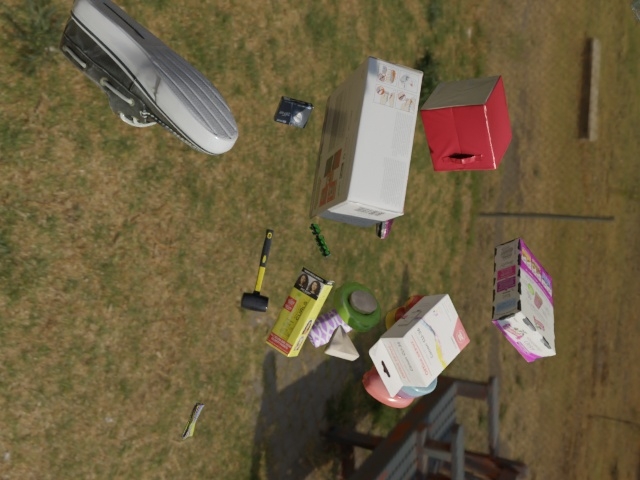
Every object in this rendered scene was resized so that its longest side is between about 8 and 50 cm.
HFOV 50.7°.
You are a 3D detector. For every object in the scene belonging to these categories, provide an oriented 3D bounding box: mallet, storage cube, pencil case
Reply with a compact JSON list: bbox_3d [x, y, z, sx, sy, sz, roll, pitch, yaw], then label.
[{"bbox_3d":[-0.124,0.070,1.530,0.039,0.062,0.189,145,-35,-75],"label":"mallet"},{"bbox_3d":[0.403,-0.321,1.859,0.215,0.184,0.193,-55,135,-43],"label":"storage cube"},{"bbox_3d":[0.046,0.250,2.070,0.206,0.088,0.086,-25,98,-10],"label":"pencil case"}]

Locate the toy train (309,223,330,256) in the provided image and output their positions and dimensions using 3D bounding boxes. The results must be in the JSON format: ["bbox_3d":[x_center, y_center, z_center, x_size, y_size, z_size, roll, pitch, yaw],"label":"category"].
[{"bbox_3d":[0.000,0.000,1.459,0.024,0.017,0.083,8,53,-58],"label":"toy train"}]

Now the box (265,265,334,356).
[{"bbox_3d":[-0.056,0.191,1.814,0.232,0.087,0.058,-62,156,7],"label":"box"}]

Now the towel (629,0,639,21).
[{"bbox_3d":[0.916,-0.499,1.582,0.320,0.090,0.374,51,1,-5],"label":"towel"}]

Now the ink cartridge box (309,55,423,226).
[{"bbox_3d":[0.090,-0.197,1.475,0.130,0.272,0.309,12,80,-17],"label":"ink cartridge box"}]

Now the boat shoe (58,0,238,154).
[{"bbox_3d":[-0.261,-0.230,1.022,0.119,0.335,0.121,-51,165,25],"label":"boat shoe"}]

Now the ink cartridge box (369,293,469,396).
[{"bbox_3d":[0.193,0.203,1.307,0.198,0.067,0.115,-36,105,-36],"label":"ink cartridge box"}]

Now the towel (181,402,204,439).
[{"bbox_3d":[-0.207,0.293,1.099,0.083,0.009,0.060,104,7,-76],"label":"towel"}]

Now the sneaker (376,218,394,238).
[{"bbox_3d":[0.131,-0.088,1.612,0.063,0.075,0.170,-43,132,-58],"label":"sneaker"}]

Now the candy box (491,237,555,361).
[{"bbox_3d":[0.457,0.131,1.521,0.159,0.071,0.233,46,38,-25],"label":"candy box"}]

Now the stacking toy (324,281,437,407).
[{"bbox_3d":[0.168,0.211,1.593,0.279,0.130,0.309,35,38,-15],"label":"stacking toy"}]

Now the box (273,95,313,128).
[{"bbox_3d":[-0.069,-0.322,1.701,0.018,0.083,0.067,-102,-149,-46],"label":"box"}]
